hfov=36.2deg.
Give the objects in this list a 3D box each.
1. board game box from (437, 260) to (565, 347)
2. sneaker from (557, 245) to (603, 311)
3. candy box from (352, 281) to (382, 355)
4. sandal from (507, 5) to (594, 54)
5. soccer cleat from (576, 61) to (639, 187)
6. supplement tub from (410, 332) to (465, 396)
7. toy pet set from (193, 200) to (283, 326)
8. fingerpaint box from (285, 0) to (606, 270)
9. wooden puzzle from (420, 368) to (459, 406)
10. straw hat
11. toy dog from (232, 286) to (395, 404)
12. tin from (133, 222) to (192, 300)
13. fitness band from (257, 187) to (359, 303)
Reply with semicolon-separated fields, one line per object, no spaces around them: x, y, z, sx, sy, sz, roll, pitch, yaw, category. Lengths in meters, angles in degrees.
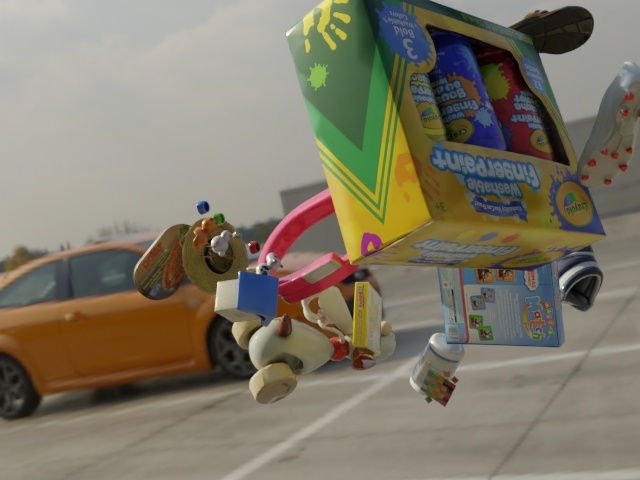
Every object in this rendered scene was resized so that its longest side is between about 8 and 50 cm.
0.314;0.104;1.715;0.211;0.160;0.039;-1;12;33;board game box
0.409;0.099;1.852;0.099;0.153;0.282;18;-51;-38;sneaker
0.081;0.135;1.650;0.027;0.105;0.206;3;-10;10;candy box
0.371;-0.359;1.704;0.219;0.090;0.060;-20;45;-4;sandal
0.414;-0.159;1.378;0.068;0.076;0.196;9;-46;-6;soccer cleat
0.219;0.233;1.834;0.071;0.107;0.071;19;27;-10;supplement tub
-0.076;0.026;1.041;0.065;0.114;0.122;-10;-27;26;toy pet set
0.199;-0.153;1.457;0.445;0.371;0.163;4;-26;-45;fingerpaint box
0.186;0.234;1.556;0.049;0.083;0.006;32;42;17;wooden puzzle
-0.179;0.024;1.792;0.144;0.144;0.061;-12;5;22;straw hat
0.000;0.168;1.768;0.333;0.220;0.161;-27;-21;-43;toy dog
-0.341;0.046;2.197;0.190;0.106;0.040;-51;24;-5;tin
0.000;0.000;1.755;0.291;0.054;0.209;-27;36;37;fitness band
